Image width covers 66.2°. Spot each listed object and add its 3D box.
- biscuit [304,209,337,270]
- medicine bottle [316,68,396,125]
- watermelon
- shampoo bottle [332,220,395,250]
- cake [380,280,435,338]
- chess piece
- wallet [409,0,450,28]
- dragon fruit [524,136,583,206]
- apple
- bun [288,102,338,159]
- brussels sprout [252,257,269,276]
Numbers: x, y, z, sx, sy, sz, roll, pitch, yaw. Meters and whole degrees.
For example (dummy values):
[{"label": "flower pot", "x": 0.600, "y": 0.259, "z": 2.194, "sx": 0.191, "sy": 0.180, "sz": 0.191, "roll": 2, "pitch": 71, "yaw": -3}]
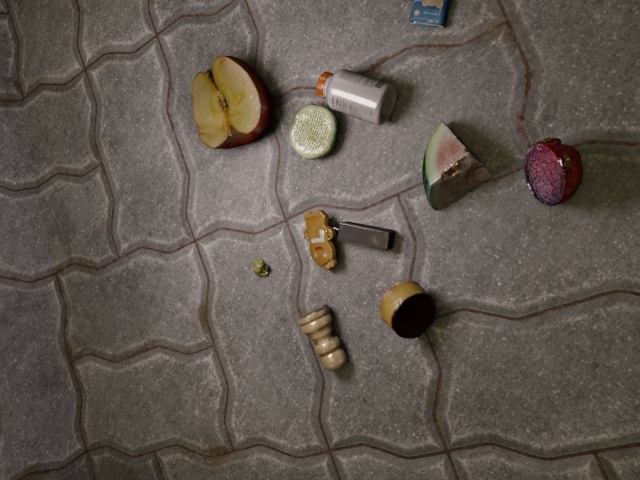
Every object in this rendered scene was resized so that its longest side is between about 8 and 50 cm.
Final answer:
[{"label": "biscuit", "x": -0.002, "y": 0.001, "z": 1.986, "sx": 0.184, "sy": 0.035, "sz": 0.249, "roll": -1, "pitch": 102, "yaw": 51}, {"label": "medicine bottle", "x": 0.129, "y": -0.553, "z": 1.859, "sx": 0.288, "sy": 0.157, "sz": 0.157, "roll": 26, "pitch": 104, "yaw": 22}, {"label": "watermelon", "x": 0.463, "y": -0.263, "z": 1.749, "sx": 0.231, "sy": 0.193, "sz": 0.310, "roll": 16, "pitch": 87, "yaw": 42}, {"label": "shampoo bottle", "x": 0.163, "y": -0.022, "z": 1.920, "sx": 0.246, "sy": 0.080, "sz": 0.079, "roll": 12, "pitch": 98, "yaw": 24}, {"label": "cake", "x": 0.305, "y": 0.243, "z": 1.832, "sx": 0.178, "sy": 0.185, "sz": 0.208, "roll": -142, "pitch": 39, "yaw": -61}, {"label": "chess piece", "x": 0.020, "y": 0.405, "z": 1.992, "sx": 0.142, "sy": 0.142, "sz": 0.261, "roll": -28, "pitch": 86, "yaw": 24}, {"label": "wallet", "x": 0.402, "y": -0.879, "z": 1.766, "sx": 0.141, "sy": 0.059, "sz": 0.202, "roll": 14, "pitch": 101, "yaw": 17}, {"label": "dragon fruit", "x": 0.779, "y": -0.231, "z": 1.581, "sx": 0.148, "sy": 0.218, "sz": 0.224, "roll": -14, "pitch": 132, "yaw": -6}, {"label": "apple", "x": -0.374, "y": -0.565, "z": 2.025, "sx": 0.328, "sy": 0.295, "sz": 0.365, "roll": -21, "pitch": 85, "yaw": -9}, {"label": "bun", "x": -0.027, "y": -0.432, "z": 1.968, "sx": 0.221, "sy": 0.108, "sz": 0.221, "roll": 2, "pitch": 96, "yaw": 16}, {"label": "brussels sprout", "x": -0.262, "y": 0.120, "z": 2.141, "sx": 0.085, "sy": 0.058, "sz": 0.085, "roll": 2, "pitch": 102, "yaw": 9}]
